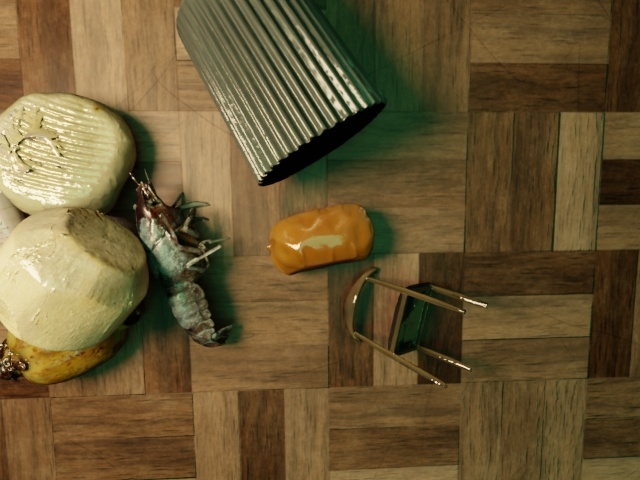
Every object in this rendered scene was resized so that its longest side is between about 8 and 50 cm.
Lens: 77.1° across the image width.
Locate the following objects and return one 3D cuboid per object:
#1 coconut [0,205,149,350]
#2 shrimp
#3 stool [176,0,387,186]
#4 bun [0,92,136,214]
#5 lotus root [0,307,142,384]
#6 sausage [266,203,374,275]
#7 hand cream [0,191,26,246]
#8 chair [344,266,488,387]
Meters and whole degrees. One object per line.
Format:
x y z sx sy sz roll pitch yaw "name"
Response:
-0.469 0.074 0.745 0.247 0.245 0.245 -43 97 13 "coconut"
-0.296 0.048 0.869 0.222 0.166 0.410 -12 92 25 "shrimp"
-0.083 -0.319 0.776 0.297 0.297 0.330 -33 94 1 "stool"
-0.525 -0.170 0.827 0.273 0.168 0.272 0 88 -14 "bun"
-0.543 0.213 0.877 0.314 0.141 0.169 -18 100 -11 "lotus root"
0.000 0.000 0.895 0.241 0.120 0.136 -16 82 -1 "sausage"
-0.670 0.034 0.898 0.111 0.070 0.312 -11 105 -4 "hand cream"
0.209 0.181 0.915 0.272 0.166 0.188 17 98 38 "chair"
